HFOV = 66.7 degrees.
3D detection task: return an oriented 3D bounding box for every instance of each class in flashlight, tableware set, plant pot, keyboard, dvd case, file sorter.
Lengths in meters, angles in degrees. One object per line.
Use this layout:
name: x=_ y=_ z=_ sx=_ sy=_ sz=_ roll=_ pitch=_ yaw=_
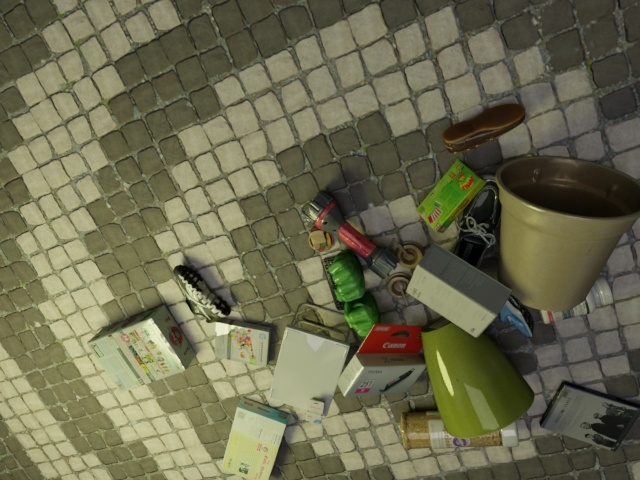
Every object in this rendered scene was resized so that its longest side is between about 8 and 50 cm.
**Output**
flashlight: x=0.090 y=-0.015 z=1.383 sx=0.304 sy=0.103 sz=0.103 roll=40 pitch=127 yaw=3
tableware set: x=0.249 y=0.095 z=1.444 sx=0.128 sy=0.039 sz=0.194 roll=14 pitch=113 yaw=6
plant pot: x=0.581 y=-0.005 z=1.211 sx=0.334 sy=0.334 sz=0.305 roll=6 pitch=123 yaw=9
keyboard: x=0.076 y=0.131 z=1.503 sx=0.108 sy=0.023 sz=0.180 roll=-13 pitch=109 yaw=16
dvd case: x=0.835 y=0.547 z=1.509 sx=0.239 sy=0.029 sz=0.179 roll=17 pitch=114 yaw=5
plant pot: x=0.420 y=0.366 z=1.418 sx=0.275 sy=0.275 sz=0.293 roll=-29 pitch=88 yaw=20
file sorter: x=-0.026 y=0.369 z=1.534 sx=0.193 sy=0.173 sz=0.277 roll=17 pitch=114 yaw=4

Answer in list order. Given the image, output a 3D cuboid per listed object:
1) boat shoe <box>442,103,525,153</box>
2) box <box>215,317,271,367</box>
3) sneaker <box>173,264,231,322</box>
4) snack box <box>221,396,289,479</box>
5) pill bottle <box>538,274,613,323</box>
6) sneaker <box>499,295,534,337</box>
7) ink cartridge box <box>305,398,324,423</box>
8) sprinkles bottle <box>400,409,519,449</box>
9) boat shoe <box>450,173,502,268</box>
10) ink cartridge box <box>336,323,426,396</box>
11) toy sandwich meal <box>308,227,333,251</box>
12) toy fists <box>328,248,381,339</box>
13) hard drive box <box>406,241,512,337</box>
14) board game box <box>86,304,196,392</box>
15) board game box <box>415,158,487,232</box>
boat shoe: x=0.420 y=-0.285 z=1.251 sx=0.207 sy=0.073 sz=0.073 roll=-16 pitch=145 yaw=20
box: x=-0.263 y=0.345 z=1.647 sx=0.186 sy=0.038 sz=0.145 roll=10 pitch=113 yaw=6
sneaker: x=-0.409 y=0.185 z=1.591 sx=0.106 sy=0.078 sz=0.234 roll=-39 pitch=101 yaw=20
snack box: x=-0.242 y=0.743 z=1.786 sx=0.187 sy=0.060 sz=0.322 roll=19 pitch=113 yaw=4
pill bottle: x=0.694 y=0.158 z=1.343 sx=0.180 sy=0.108 sz=0.108 roll=-18 pitch=106 yaw=17
sneaker: x=0.565 y=0.221 z=1.430 sx=0.162 sy=0.063 sz=0.073 roll=50 pitch=129 yaw=-5
ink cartridge box: x=-0.015 y=0.514 z=1.482 sx=0.048 sy=0.028 sz=0.083 roll=12 pitch=114 yaw=5
sprinkles bottle: x=0.442 y=0.604 z=1.562 sx=0.355 sy=0.121 sz=0.121 roll=-9 pitch=109 yaw=15
boat shoe: x=0.422 y=-0.026 z=1.326 sx=0.113 sy=0.105 sz=0.306 roll=20 pitch=114 yaw=3
ink cartridge box: x=0.216 y=0.362 z=1.462 sx=0.275 sy=0.060 sz=0.239 roll=10 pitch=121 yaw=-36
toy sandwich meal: x=0.000 y=0.000 z=1.462 sx=0.085 sy=0.029 sz=0.085 roll=4 pitch=112 yaw=10
toy fists: x=0.103 y=0.166 z=1.425 sx=0.096 sy=0.142 sz=0.279 roll=-20 pitch=107 yaw=7
hard drive box: x=0.362 y=0.137 z=1.303 sx=0.232 sy=0.089 sz=0.181 roll=35 pitch=156 yaw=16
board game box: x=-0.626 y=0.382 z=1.703 sx=0.303 sy=0.097 sz=0.224 roll=-21 pitch=106 yaw=20
board game box: x=0.350 y=-0.118 z=1.313 sx=0.181 sy=0.043 sz=0.092 roll=-54 pitch=54 yaw=24
